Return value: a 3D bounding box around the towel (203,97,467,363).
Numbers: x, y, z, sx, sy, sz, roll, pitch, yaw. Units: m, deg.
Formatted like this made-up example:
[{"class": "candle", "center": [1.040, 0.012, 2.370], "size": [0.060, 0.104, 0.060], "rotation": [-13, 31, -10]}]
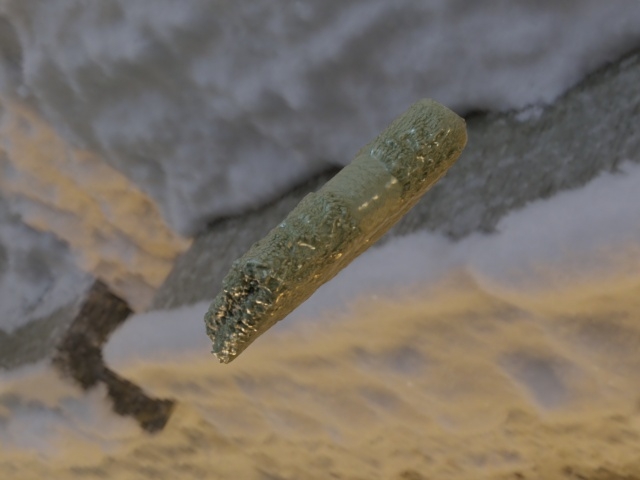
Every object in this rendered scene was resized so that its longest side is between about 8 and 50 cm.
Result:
[{"class": "towel", "center": [0.000, 0.000, 0.493], "size": [0.027, 0.110, 0.148], "rotation": [49, 163, 3]}]
